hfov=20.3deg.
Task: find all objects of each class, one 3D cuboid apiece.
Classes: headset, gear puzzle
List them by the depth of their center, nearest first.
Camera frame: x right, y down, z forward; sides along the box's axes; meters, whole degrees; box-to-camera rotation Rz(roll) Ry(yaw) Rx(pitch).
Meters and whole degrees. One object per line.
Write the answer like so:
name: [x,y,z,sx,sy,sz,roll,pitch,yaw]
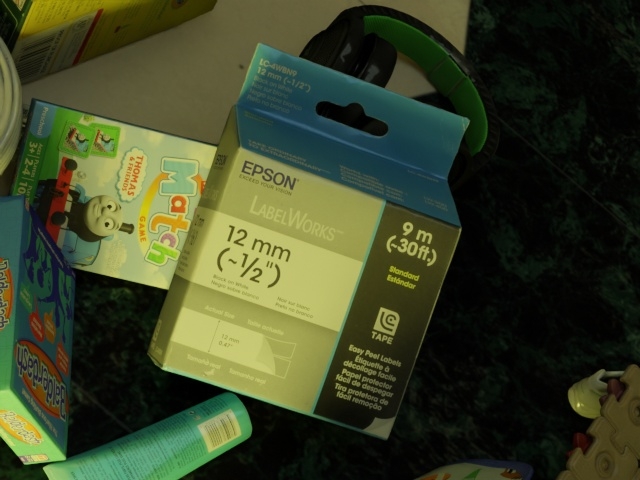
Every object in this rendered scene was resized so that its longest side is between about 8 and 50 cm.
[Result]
gear puzzle: [0.294,0.307,1.921,0.175,0.044,0.339,51,57,-19]
headset: [0.043,-0.126,2.044,0.243,0.185,0.394,51,38,7]

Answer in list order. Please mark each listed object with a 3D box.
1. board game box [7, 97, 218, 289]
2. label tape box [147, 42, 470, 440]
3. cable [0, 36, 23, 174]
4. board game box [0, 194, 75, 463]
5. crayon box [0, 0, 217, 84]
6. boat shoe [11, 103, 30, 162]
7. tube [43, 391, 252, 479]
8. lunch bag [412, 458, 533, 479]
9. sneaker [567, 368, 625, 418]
board game box: [-0.213,-0.044,1.850,0.211,0.039,0.160,13,94,-19]
label tape box: [0.000,0.000,1.828,0.249,0.115,0.347,19,91,-14]
cable: [-0.429,-0.135,1.794,0.257,0.089,0.257,40,67,10]
board game box: [-0.284,0.087,1.716,0.047,0.160,0.210,-7,59,9]
crayon box: [-0.225,-0.286,1.945,0.318,0.202,0.081,-26,74,-36]
boat shoe: [-0.229,-0.077,1.902,0.219,0.078,0.070,19,89,-18]
tube: [-0.165,0.214,1.766,0.207,0.052,0.080,-24,69,-29]
lunch bag: [0.107,0.370,1.641,0.328,0.239,0.385,-21,37,-25]
sneaker: [0.360,0.178,2.030,0.152,0.061,0.053,7,56,-23]
